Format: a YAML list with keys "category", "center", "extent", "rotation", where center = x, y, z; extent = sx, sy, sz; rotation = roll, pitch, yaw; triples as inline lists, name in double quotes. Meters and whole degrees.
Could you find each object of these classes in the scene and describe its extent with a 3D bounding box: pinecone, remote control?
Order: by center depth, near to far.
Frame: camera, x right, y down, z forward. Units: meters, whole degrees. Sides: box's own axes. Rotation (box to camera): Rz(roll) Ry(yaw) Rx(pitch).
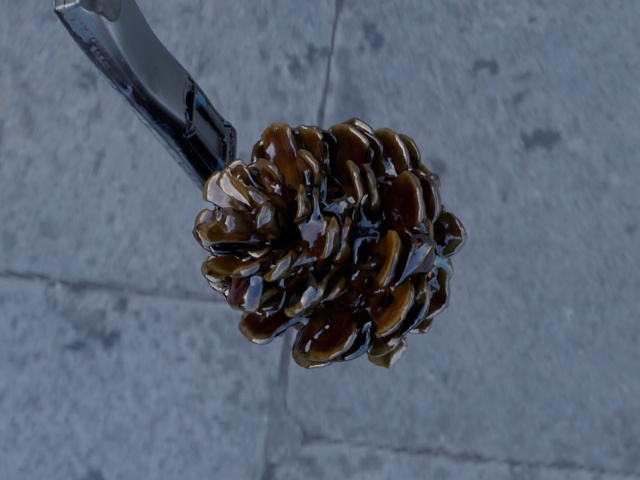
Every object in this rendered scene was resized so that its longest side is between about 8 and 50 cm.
- category: "remote control"
  center: [-0.100, -0.098, 0.985]
  extent: [0.028, 0.059, 0.212]
  rotation: [-7, 149, 20]
- category: "pinecone"
  center: [0.000, 0.000, 0.995]
  extent: [0.173, 0.173, 0.173]
  rotation: [-1, 114, -2]
